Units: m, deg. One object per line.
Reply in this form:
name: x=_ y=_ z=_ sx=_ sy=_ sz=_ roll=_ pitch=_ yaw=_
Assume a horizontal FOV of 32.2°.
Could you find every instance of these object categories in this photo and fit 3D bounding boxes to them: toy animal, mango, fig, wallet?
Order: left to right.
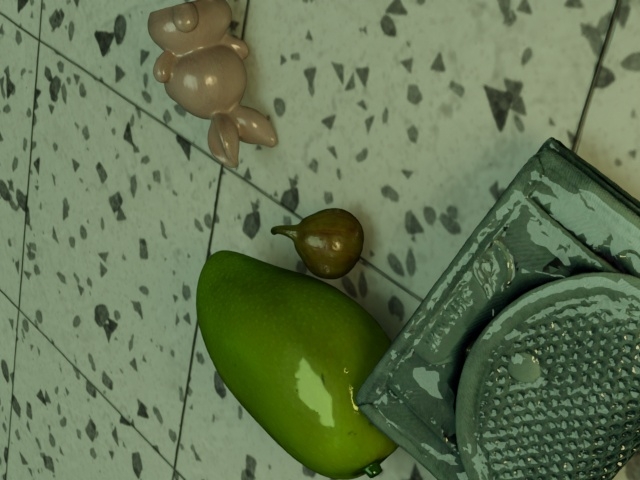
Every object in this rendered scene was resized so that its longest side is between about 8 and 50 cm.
toy animal: x=-0.141 y=-0.190 z=1.355 sx=0.124 sy=0.124 sz=0.212 roll=-9 pitch=99 yaw=50
mango: x=-0.032 y=0.124 z=1.265 sx=0.343 sy=0.156 sz=0.192 roll=40 pitch=126 yaw=33
fig: x=0.000 y=0.000 z=1.246 sx=0.084 sy=0.098 sz=0.082 roll=14 pitch=88 yaw=68
wallet: x=0.195 y=0.110 z=1.009 sx=0.237 sy=0.075 sz=0.342 roll=43 pitch=118 yaw=20
